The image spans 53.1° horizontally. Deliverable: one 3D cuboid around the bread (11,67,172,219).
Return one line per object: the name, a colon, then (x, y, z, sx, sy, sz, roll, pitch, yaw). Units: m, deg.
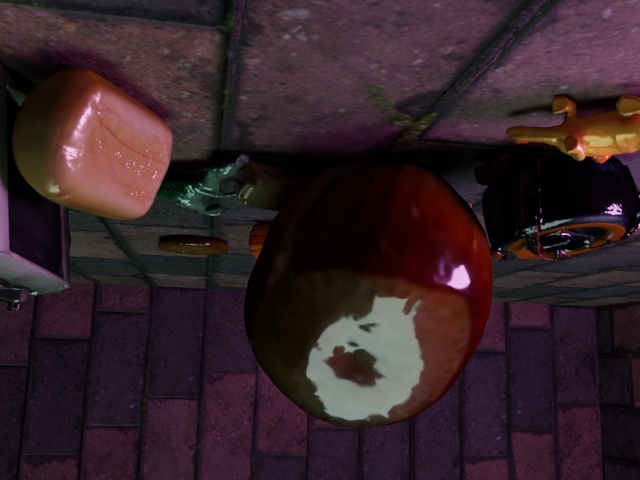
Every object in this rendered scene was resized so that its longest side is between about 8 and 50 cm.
bread: (-0.258, -0.105, 0.729, 0.098, 0.147, 0.217, 22, 174, 14)

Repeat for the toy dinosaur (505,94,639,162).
toy dinosaur: (0.358, -0.125, 0.722, 0.288, 0.070, 0.117, 1, -179, 27)

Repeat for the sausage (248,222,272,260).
sausage: (0.000, 0.000, 1.402, 0.312, 0.093, 0.093, -3, 169, 23)

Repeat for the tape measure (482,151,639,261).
tape measure: (0.337, -0.041, 0.906, 0.223, 0.135, 0.202, 4, 160, -39)

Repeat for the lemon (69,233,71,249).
lemon: (-0.560, -0.006, 1.150, 0.204, 0.204, 0.260, 0, 166, 11)

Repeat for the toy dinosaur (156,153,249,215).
toy dinosaur: (-0.246, -0.073, 1.076, 0.383, 0.076, 0.129, -14, 153, 33)

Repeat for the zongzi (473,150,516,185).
zongzi: (0.278, -0.108, 0.936, 0.076, 0.040, 0.083, -1, 154, -27)

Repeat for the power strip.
power strip: (-0.025, -0.074, 1.037, 0.305, 0.044, 0.064, 7, 133, -46)

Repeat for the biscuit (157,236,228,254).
biscuit: (-0.341, 0.014, 1.716, 0.187, 0.027, 0.188, 2, 171, 0)

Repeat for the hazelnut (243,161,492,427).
hazelnut: (0.065, 0.071, 0.972, 0.359, 0.409, 0.359, 20, -155, -10)

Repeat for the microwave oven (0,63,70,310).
microwave oven: (-0.493, -0.047, 0.789, 0.333, 0.247, 0.394, 2, 170, -11)

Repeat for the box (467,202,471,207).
box: (0.208, -0.057, 1.246, 0.155, 0.023, 0.087, 2, 167, -1)
